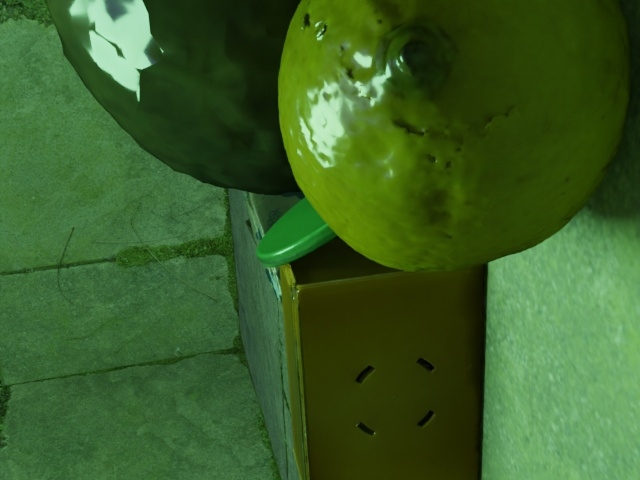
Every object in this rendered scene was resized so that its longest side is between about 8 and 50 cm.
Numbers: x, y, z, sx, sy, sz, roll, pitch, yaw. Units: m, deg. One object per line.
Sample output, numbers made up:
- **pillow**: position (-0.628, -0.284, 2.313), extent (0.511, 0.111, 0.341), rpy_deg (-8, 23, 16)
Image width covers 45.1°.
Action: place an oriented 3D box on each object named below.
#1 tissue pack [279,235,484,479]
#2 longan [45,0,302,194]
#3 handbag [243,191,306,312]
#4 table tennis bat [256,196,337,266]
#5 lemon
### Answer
- **tissue pack**: position (0.058, 0.136, 0.838), extent (0.145, 0.194, 0.274), rpy_deg (-127, 32, -66)
- **longan**: position (-0.069, -0.238, 0.751), extent (0.391, 0.391, 0.391), rpy_deg (172, 90, -78)
- **handbag**: position (0.000, 0.000, 1.078), extent (0.193, 0.190, 0.251), rpy_deg (85, 169, -70)
- **table tennis bat**: position (0.038, -0.052, 0.776), extent (0.039, 0.257, 0.160), rpy_deg (51, -158, -16)
- **lemon**: position (0.082, -0.091, 0.522), extent (0.253, 0.228, 0.228), rpy_deg (106, 153, -65)
